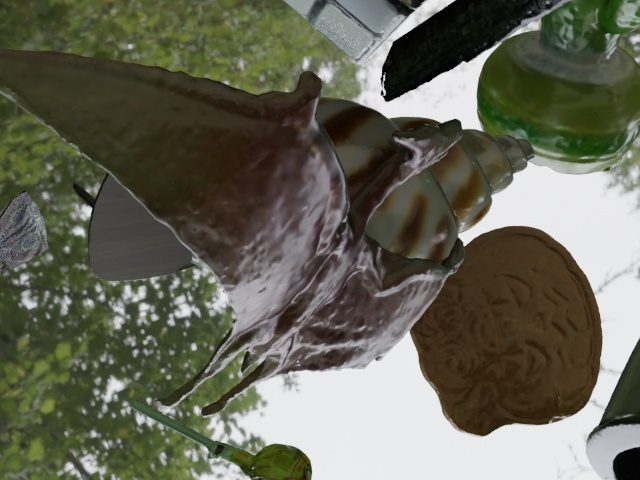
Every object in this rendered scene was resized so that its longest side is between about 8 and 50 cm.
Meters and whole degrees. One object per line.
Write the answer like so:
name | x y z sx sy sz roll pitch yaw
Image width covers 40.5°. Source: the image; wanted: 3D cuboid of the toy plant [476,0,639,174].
toy plant | 0.271 -0.242 0.893 0.184 0.316 0.224 -6 -139 -14

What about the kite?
kite | -0.597 0.037 1.513 0.015 0.152 0.285 25 -128 25

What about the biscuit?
biscuit | 0.357 0.167 1.659 0.365 0.062 0.385 -13 -103 -4

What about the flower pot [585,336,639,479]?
flower pot | 0.469 0.133 0.877 0.293 0.293 0.330 20 -116 28

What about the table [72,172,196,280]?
table | -0.308 -0.135 1.578 0.317 0.317 0.249 -21 -137 -14

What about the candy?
candy | -0.097 0.198 0.834 0.194 0.062 0.058 23 -167 10

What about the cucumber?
cucumber | 0.125 -0.166 0.627 0.070 0.046 0.220 -36 -170 -35

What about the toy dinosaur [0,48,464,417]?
toy dinosaur | -0.029 -0.003 0.453 0.113 0.206 0.327 39 -155 30

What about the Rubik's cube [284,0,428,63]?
Rubik's cube | 0.044 -0.344 0.690 0.253 0.256 0.259 39 -106 -8

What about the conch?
conch | 0.037 -0.035 0.690 0.275 0.183 0.149 -16 -179 -31
